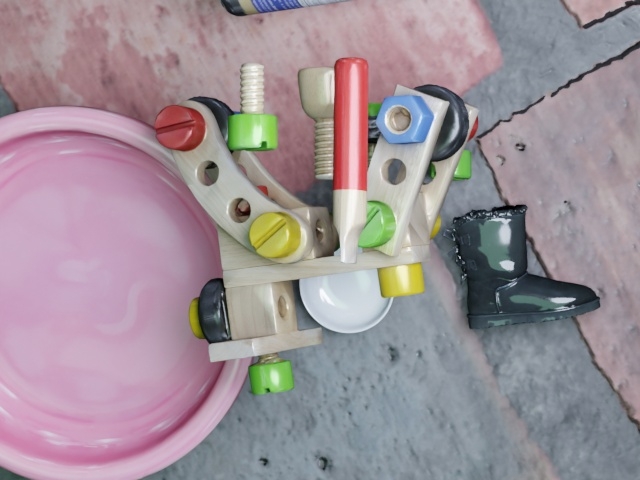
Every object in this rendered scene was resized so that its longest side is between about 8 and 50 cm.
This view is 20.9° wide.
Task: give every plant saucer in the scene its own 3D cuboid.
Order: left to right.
[{"bbox_3d":[-0.208,0.046,1.513,0.332,0.084,0.332,2,99,11],"label":"plant saucer"}]

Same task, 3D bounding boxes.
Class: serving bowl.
[{"bbox_3d":[0.025,0.037,1.490,0.083,0.027,0.083,2,99,12],"label":"serving bowl"}]

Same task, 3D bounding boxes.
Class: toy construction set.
[{"bbox_3d":[0.000,0.000,1.308,0.257,0.309,0.237,0,87,-1],"label":"toy construction set"}]

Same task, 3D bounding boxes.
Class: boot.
[{"bbox_3d":[0.168,0.019,1.451,0.121,0.045,0.099,-8,94,14],"label":"boot"}]

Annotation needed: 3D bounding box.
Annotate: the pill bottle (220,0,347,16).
[{"bbox_3d":[0.023,-0.254,1.394,0.219,0.123,0.123,-7,98,13],"label":"pill bottle"}]
